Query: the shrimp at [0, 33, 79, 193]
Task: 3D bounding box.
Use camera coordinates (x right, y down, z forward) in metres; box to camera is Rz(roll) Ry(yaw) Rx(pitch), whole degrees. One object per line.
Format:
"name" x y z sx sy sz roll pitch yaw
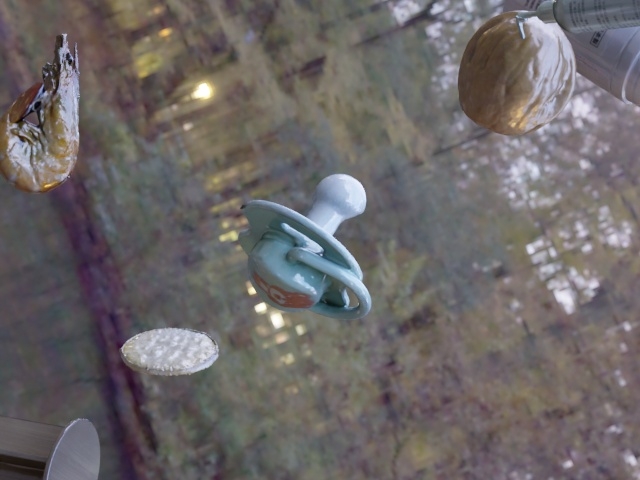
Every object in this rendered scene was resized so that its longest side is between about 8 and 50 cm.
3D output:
"shrimp" -0.490 -0.218 2.103 0.063 0.152 0.287 -145 -121 -60

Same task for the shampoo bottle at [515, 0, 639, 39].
"shampoo bottle" 0.295 -0.251 1.297 0.195 0.056 0.056 1 -59 37

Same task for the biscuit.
"biscuit" -0.229 0.168 1.851 0.152 0.152 0.020 -121 -151 -65

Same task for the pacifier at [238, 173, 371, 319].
"pacifier" 0.000 0.000 2.186 0.288 0.269 0.343 35 -18 2

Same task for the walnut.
"walnut" 0.251 -0.213 1.547 0.149 0.166 0.166 36 -9 7

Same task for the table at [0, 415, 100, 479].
"table" -0.475 0.337 1.851 0.167 0.226 0.167 7 90 -73

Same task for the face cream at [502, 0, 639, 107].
"face cream" 0.430 -0.258 1.649 0.369 0.145 0.145 41 -17 27
